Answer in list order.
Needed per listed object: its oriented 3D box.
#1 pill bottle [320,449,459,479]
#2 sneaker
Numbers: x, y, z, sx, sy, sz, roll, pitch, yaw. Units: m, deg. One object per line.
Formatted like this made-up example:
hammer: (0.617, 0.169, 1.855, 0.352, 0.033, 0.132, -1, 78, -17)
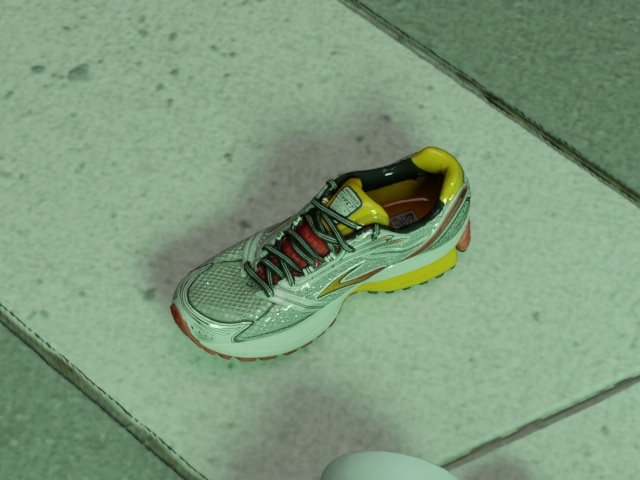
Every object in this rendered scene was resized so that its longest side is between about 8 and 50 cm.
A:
pill bottle: (0.023, 0.233, 1.022, 0.124, 0.124, 0.221, 11, 54, 5)
sneaker: (0.000, 0.000, 1.214, 0.225, 0.093, 0.088, -28, 59, -21)
